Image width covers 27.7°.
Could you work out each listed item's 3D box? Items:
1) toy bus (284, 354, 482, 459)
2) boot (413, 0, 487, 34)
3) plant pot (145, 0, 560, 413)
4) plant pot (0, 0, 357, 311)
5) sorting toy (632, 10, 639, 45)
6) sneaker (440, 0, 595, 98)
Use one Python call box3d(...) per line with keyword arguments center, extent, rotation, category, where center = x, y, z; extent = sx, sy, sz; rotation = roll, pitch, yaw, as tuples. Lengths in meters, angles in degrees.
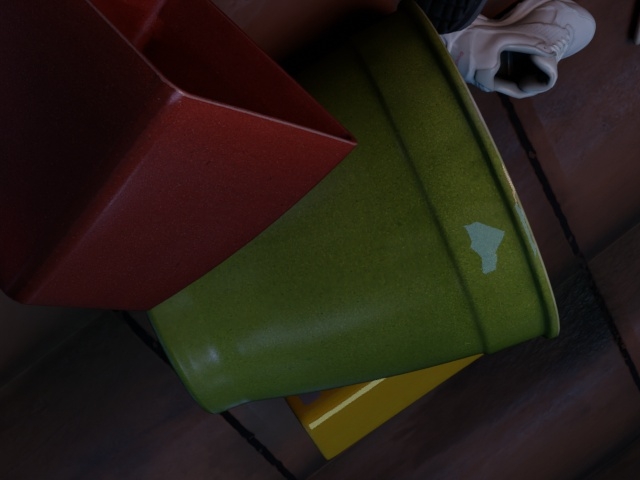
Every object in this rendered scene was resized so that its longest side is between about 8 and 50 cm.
box3d(center=(0.103, 0.116, 1.596), extent=(0.332, 0.130, 0.108), rotation=(-34, 138, -4), category="toy bus")
box3d(center=(0.237, -0.350, 1.300), extent=(0.222, 0.118, 0.338), rotation=(-3, 132, -39), category="boot")
box3d(center=(0.000, 0.000, 1.295), extent=(0.353, 0.366, 0.366), rotation=(-24, 137, 1), category="plant pot")
box3d(center=(-0.182, -0.088, 1.078), extent=(0.236, 0.267, 0.267), rotation=(-52, 153, 16), category="plant pot")
box3d(center=(0.472, -0.327, 1.529), extent=(0.208, 0.038, 0.193), rotation=(-16, 133, -23), category="sorting toy")
box3d(center=(0.228, -0.199, 1.407), extent=(0.232, 0.115, 0.090), rotation=(-19, 136, -33), category="sneaker")
